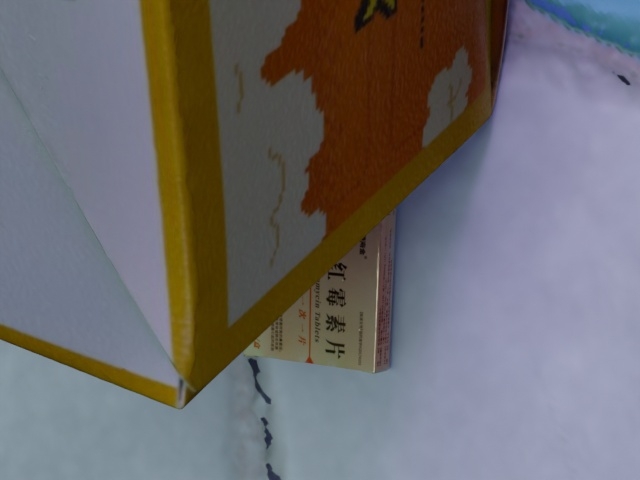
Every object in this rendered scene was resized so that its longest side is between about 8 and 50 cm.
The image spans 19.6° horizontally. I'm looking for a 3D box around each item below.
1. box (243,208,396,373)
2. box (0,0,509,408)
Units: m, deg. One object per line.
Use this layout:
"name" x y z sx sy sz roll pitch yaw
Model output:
"box" 0.000 0.000 0.686 0.058 0.015 0.093 7 98 30
"box" -0.103 -0.141 0.587 0.283 0.214 0.259 17 126 26
